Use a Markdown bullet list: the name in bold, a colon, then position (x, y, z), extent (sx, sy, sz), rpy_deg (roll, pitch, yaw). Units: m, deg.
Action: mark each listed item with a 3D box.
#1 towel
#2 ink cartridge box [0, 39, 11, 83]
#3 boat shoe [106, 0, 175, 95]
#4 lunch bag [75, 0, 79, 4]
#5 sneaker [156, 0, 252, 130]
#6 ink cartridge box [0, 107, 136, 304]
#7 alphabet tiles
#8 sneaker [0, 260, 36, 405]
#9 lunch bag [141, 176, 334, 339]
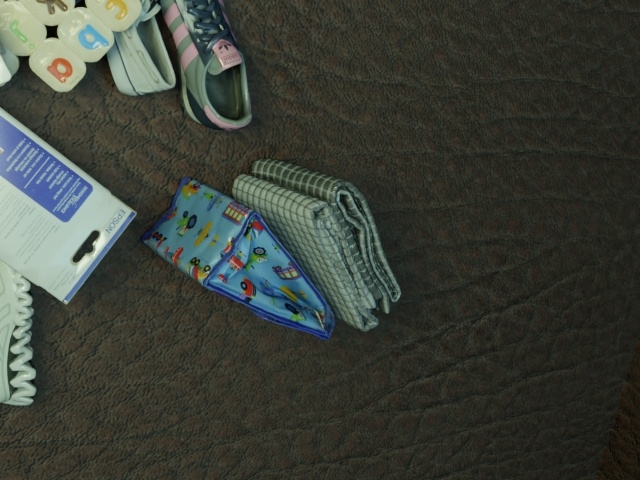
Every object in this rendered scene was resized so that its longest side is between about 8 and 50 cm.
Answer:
- **towel**: position (0.000, 0.000, 1.642), extent (0.121, 0.235, 0.284), rpy_deg (-44, 128, -23)
- **ink cartridge box**: position (-0.476, -0.268, 1.221), extent (0.115, 0.067, 0.198), rpy_deg (-25, 98, -6)
- **boat shoe**: position (-0.270, -0.329, 1.378), extent (0.096, 0.088, 0.268), rpy_deg (-67, 151, -56)
- **lunch bag**: position (-0.371, -0.353, 1.341), extent (0.071, 0.053, 0.083), rpy_deg (-43, 118, -19)
- **sneaker**: position (-0.166, -0.314, 1.459), extent (0.112, 0.131, 0.319), rpy_deg (-30, 123, -25)
- **ink cartridge box**: position (-0.430, -0.075, 1.317), extent (0.332, 0.065, 0.165), rpy_deg (40, 81, -14)
- **alphabet tiles**: position (-0.388, -0.346, 1.285), extent (0.284, 0.021, 0.278), rpy_deg (-46, 111, 5)
- **sneaker**: position (-0.479, 0.114, 1.411), extent (0.118, 0.110, 0.292), rpy_deg (-6, 111, -26)
- **lunch bag**: position (-0.106, 0.048, 1.585), extent (0.293, 0.221, 0.138), rpy_deg (39, 83, -39)
